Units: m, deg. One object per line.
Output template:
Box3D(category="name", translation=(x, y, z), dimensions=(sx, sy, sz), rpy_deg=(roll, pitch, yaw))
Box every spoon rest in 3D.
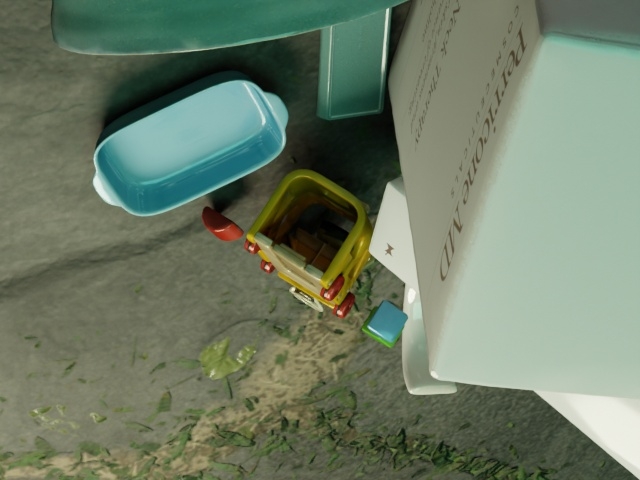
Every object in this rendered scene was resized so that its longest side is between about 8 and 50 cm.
Box3D(category="spoon rest", translation=(0.129, 0.022, 1.684), dimensions=(0.137, 0.084, 0.276), rpy_deg=(1, 119, -22))

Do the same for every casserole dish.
Box3D(category="casserole dish", translation=(-0.121, -0.092, 1.500), dimensions=(0.188, 0.037, 0.114), rpy_deg=(-25, 135, 5))

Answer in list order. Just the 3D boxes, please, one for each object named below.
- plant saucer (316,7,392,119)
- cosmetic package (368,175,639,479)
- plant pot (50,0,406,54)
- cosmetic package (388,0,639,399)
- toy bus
Box3D(category="plant saucer", translation=(0.033, -0.184, 1.478), dimensions=(0.067, 0.018, 0.192), rpy_deg=(-8, 136, -11))
Box3D(category="cosmetic package", translation=(0.275, 0.037, 1.459), dimensions=(0.284, 0.377, 0.097), rpy_deg=(-28, 146, -36))
Box3D(category="plant pot", translation=(-0.071, -0.267, 1.202), dimensions=(0.293, 0.293, 0.196), rpy_deg=(-13, 109, -7))
Box3D(category="cosmetic package", translation=(0.258, -0.123, 1.308), dimensions=(0.327, 0.394, 0.329), rpy_deg=(7, 130, -10))
Box3D(category="toy bus", translation=(0.003, 0.000, 1.580), dimensions=(0.191, 0.202, 0.104), rpy_deg=(37, 83, -34))
